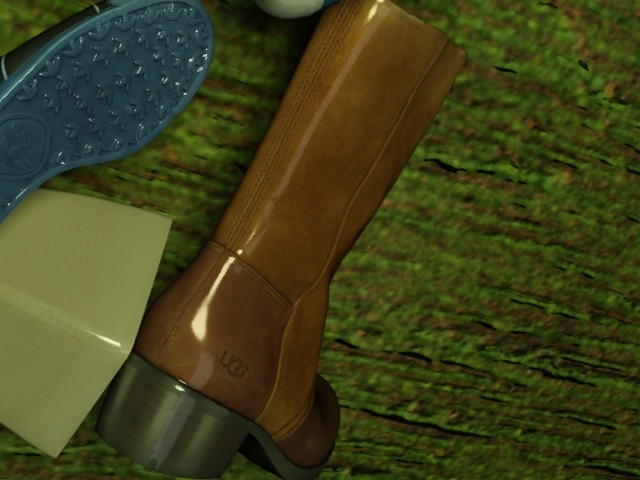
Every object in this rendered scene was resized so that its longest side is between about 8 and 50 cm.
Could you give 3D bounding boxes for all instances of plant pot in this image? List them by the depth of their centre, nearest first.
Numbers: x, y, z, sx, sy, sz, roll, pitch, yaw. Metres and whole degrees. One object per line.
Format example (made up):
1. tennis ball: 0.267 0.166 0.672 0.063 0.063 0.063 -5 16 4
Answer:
1. plant pot: -0.156 0.033 0.657 0.096 0.109 0.109 26 129 -14

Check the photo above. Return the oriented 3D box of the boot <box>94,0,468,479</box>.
1. boot: 0.000 0.000 0.722 0.280 0.096 0.264 -62 151 2

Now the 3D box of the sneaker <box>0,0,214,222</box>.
1. sneaker: -0.164 -0.062 0.612 0.232 0.090 0.081 -39 134 -21

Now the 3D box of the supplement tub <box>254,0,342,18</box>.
1. supplement tub: 0.042 -0.200 0.546 0.199 0.144 0.144 -23 132 -7
